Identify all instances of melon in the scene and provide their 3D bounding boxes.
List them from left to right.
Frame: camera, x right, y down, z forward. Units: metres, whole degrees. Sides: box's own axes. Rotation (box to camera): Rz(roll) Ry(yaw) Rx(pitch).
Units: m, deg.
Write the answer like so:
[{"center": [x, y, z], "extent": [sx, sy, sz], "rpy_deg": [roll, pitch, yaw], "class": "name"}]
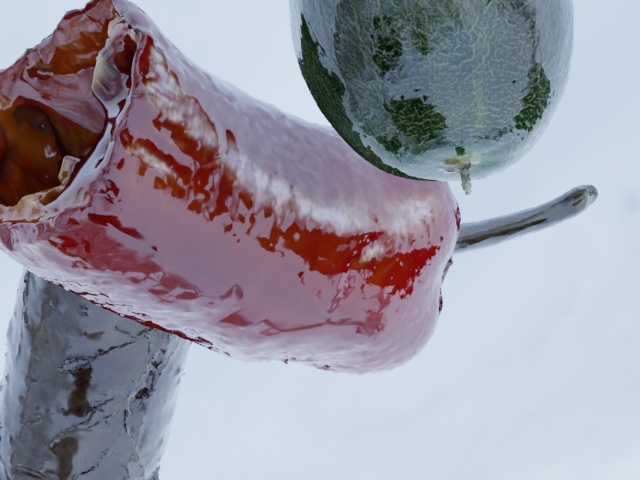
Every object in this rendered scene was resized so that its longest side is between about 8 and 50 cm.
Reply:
[{"center": [0.045, -0.095, 0.704], "extent": [0.114, 0.167, 0.114], "rpy_deg": [-7, 156, -3], "class": "melon"}]

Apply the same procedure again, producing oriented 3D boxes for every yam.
[{"center": [-0.136, 0.047, 1.106], "extent": [0.131, 0.131, 0.279], "rpy_deg": [15, 121, -1], "class": "yam"}]

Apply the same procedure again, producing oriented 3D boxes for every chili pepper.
[{"center": [-0.003, 0.004, 0.853], "extent": [0.134, 0.131, 0.338], "rpy_deg": [-28, 145, 36], "class": "chili pepper"}]
